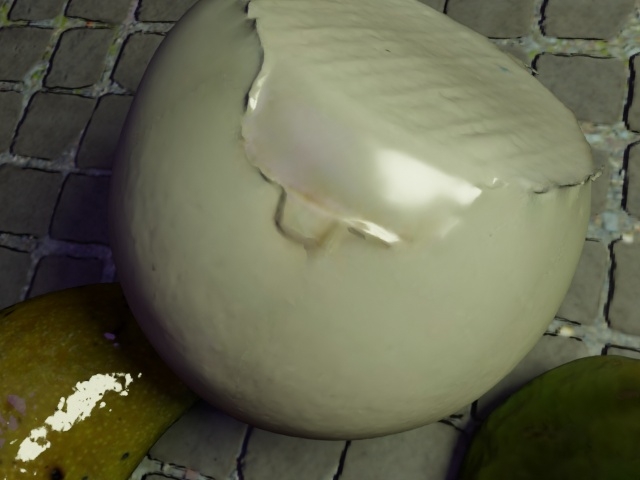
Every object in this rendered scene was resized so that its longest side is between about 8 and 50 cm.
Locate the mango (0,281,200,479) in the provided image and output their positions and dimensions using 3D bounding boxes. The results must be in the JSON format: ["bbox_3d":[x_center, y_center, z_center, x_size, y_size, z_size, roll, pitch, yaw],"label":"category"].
[{"bbox_3d":[-0.233,0.147,0.532,0.329,0.175,0.176,-47,108,-7],"label":"mango"}]

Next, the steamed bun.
[{"bbox_3d":[0.000,0.000,0.479,0.309,0.309,0.309,-6,66,13],"label":"steamed bun"}]

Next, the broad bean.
[{"bbox_3d":[0.173,0.147,0.445,0.207,0.072,0.153,-17,47,24],"label":"broad bean"}]
